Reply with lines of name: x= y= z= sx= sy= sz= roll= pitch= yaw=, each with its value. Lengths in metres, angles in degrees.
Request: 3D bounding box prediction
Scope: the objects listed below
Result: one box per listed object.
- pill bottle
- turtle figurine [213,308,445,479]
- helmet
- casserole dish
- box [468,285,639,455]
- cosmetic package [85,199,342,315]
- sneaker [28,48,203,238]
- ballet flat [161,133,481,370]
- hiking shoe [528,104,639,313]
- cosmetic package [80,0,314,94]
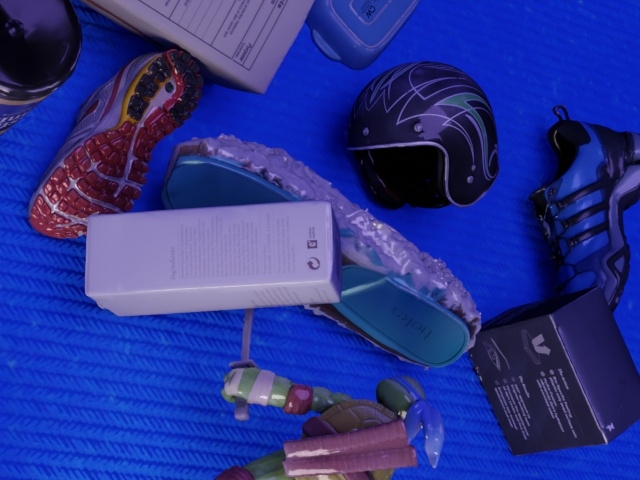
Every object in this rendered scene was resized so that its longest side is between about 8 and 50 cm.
pill bottle: x=-0.307 y=-0.155 z=1.198 sx=0.123 sy=0.219 sz=0.123 roll=9 pitch=73 yaw=-30
turtle figurine: x=-0.034 y=0.219 z=1.308 sx=0.266 sy=0.274 sz=0.198 roll=-42 pitch=140 yaw=-22
helmet: x=0.113 y=-0.121 z=1.498 sx=0.169 sy=0.169 sz=0.161 roll=-45 pitch=119 yaw=-33
casserole dish: x=0.058 y=-0.285 z=1.581 sx=0.114 sy=0.037 sz=0.188 roll=46 pitch=59 yaw=-14
box: x=0.267 y=0.150 z=1.527 sx=0.093 sy=0.158 sz=0.156 roll=-25 pitch=92 yaw=-35
cosmetic package: x=-0.098 y=0.018 z=1.283 sx=0.231 sy=0.117 sz=0.085 roll=-2 pitch=76 yaw=5
sneaker: x=-0.209 y=-0.094 z=1.337 sx=0.225 sy=0.093 sz=0.088 roll=-52 pitch=124 yaw=-16
ballet flat: x=0.000 y=0.000 z=1.433 sx=0.409 sy=0.147 sz=0.147 roll=35 pitch=61 yaw=-24
hiking shoe: x=0.307 y=-0.009 z=1.644 sx=0.132 sy=0.113 sz=0.304 roll=19 pitch=65 yaw=-5
cosmetic package: x=-0.161 y=-0.283 z=1.339 sx=0.296 sy=0.129 sz=0.153 roll=31 pitch=84 yaw=-30
